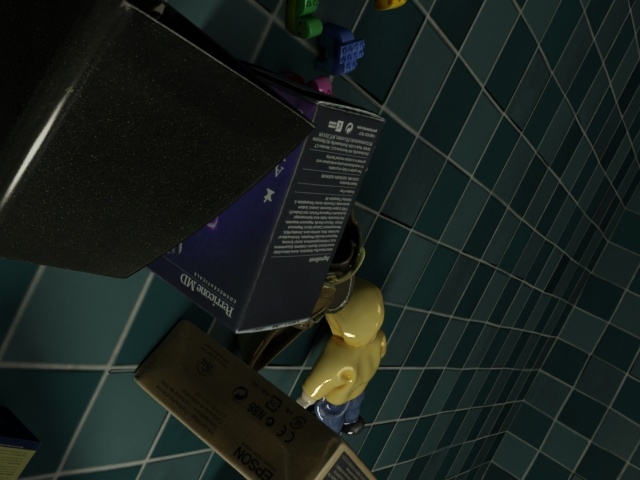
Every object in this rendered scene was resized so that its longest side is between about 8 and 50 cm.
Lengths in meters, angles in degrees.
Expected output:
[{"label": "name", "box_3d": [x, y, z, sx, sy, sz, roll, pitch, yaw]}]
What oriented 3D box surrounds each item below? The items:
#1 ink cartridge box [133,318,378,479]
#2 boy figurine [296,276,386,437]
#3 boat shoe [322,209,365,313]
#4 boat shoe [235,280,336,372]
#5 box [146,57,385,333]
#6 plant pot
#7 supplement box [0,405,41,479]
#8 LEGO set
[{"label": "ink cartridge box", "box_3d": [-0.062, 0.209, 0.736, 0.088, 0.234, 0.193, -50, 147, -17]}, {"label": "boy figurine", "box_3d": [0.030, 0.181, 0.989, 0.177, 0.092, 0.285, -29, 136, -42]}, {"label": "boat shoe", "box_3d": [-0.003, 0.003, 0.793, 0.109, 0.091, 0.305, -47, 146, -22]}, {"label": "boat shoe", "box_3d": [-0.038, 0.102, 0.800, 0.153, 0.048, 0.056, -36, 145, 22]}, {"label": "box", "box_3d": [-0.060, -0.044, 0.611, 0.108, 0.153, 0.207, -1, 115, -55]}, {"label": "plant pot", "box_3d": [-0.151, -0.082, 0.433, 0.167, 0.188, 0.187, -53, 151, 10]}, {"label": "supplement box", "box_3d": [-0.291, 0.178, 0.545, 0.083, 0.056, 0.083, -57, 149, -7]}, {"label": "LEGO set", "box_3d": [0.025, -0.219, 0.651, 0.087, 0.093, 0.227, -30, 137, -41]}]
